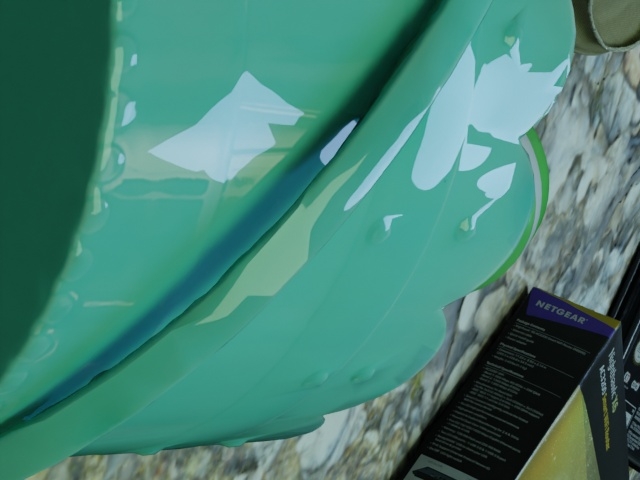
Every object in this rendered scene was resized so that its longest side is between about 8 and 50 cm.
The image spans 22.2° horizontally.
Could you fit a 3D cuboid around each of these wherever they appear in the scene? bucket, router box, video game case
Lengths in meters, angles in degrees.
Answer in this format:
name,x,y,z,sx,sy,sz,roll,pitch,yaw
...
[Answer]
name,x,y,z,sx,sy,sz,roll,pitch,yaw
bucket,-0.085,-0.057,0.493,0.183,0.281,0.281,-4,113,-52
router box,0.150,0.226,1.268,0.243,0.081,0.309,-52,148,-28
video game case,0.325,0.086,1.519,0.248,0.035,0.275,-65,150,-5

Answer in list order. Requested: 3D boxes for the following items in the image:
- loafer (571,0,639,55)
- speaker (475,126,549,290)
name,x,y,z,sx,sy,sz,roll,pitch,yaw
loafer,0.178,-0.192,1.014,0.102,0.092,0.268,-61,151,-11
speaker,0.000,0.000,0.814,0.296,0.131,0.131,-25,130,-51
